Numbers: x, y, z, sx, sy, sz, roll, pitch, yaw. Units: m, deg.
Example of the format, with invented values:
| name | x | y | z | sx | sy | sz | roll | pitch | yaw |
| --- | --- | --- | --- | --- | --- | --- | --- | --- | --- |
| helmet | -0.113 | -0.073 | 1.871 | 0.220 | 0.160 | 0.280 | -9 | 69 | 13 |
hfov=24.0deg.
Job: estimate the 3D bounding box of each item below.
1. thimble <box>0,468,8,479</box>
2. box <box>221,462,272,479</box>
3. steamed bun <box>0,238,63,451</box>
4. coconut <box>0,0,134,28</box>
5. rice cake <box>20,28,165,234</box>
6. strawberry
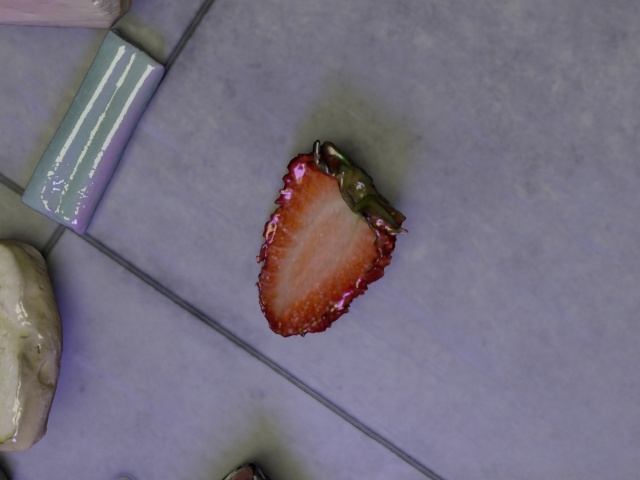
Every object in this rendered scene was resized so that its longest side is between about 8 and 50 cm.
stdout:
| name | x | y | z | sx | sy | sz | roll | pitch | yaw |
| --- | --- | --- | --- | --- | --- | --- | --- | --- | --- |
| thimble | -0.408 | 0.294 | 1.710 | 0.110 | 0.084 | 0.062 | -32 | 93 | -11 |
| box | -0.073 | 0.344 | 1.661 | 0.135 | 0.151 | 0.151 | 40 | 102 | -11 |
| steamed bun | -0.349 | 0.109 | 1.659 | 0.231 | 0.110 | 0.212 | 29 | 96 | 30 |
| coconut | -0.303 | -0.331 | 1.518 | 0.244 | 0.239 | 0.239 | 8 | 101 | 1 |
| rice cake | -0.246 | -0.118 | 1.646 | 0.080 | 0.042 | 0.222 | 29 | 101 | 1 |
| strawberry | 0.004 | -0.002 | 1.631 | 0.208 | 0.087 | 0.167 | -46 | 72 | 36 |
